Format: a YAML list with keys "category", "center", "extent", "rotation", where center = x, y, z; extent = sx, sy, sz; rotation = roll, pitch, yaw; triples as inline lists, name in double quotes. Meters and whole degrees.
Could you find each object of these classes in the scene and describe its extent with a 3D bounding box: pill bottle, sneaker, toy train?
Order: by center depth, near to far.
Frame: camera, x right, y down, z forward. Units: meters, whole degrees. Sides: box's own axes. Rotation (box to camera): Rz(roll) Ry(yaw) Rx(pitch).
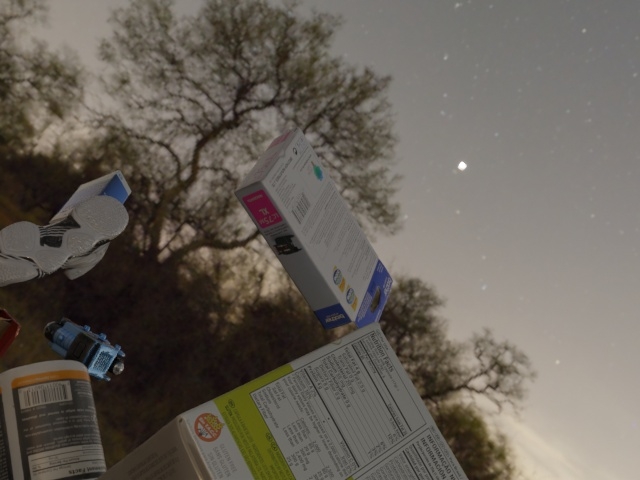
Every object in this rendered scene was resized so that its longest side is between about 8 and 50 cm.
- category: "pill bottle"
  center: [-0.424, 0.340, 1.217]
  extent: [0.162, 0.162, 0.278]
  rotation: [79, -5, -72]
- category: "toy train"
  center: [-0.459, 0.206, 1.500]
  extent: [0.184, 0.080, 0.105]
  rotation: [23, -12, 33]
- category: "sneaker"
  center: [-0.631, 0.032, 1.815]
  extent: [0.137, 0.366, 0.210]
  rotation: [55, -35, 8]

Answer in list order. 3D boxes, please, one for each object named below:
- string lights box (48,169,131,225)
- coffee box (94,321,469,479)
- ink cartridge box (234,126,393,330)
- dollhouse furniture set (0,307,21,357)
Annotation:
- category: "string lights box"
  center: [-0.615, -0.094, 2.091]
  extent: [0.259, 0.134, 0.076]
  rotation: [-85, 154, -64]
- category: "coffee box"
  center: [-0.043, 0.357, 0.988]
  extent: [0.338, 0.334, 0.338]
  rotation: [-40, -104, 44]
- category: "ink cartridge box"
  center: [0.000, 0.000, 1.194]
  extent: [0.065, 0.185, 0.311]
  rotation: [-24, -68, 29]
- category: "dollhouse furniture set"
  center: [-0.858, 0.274, 1.675]
  extent: [0.152, 0.374, 0.201]
  rotation: [30, -10, 27]
